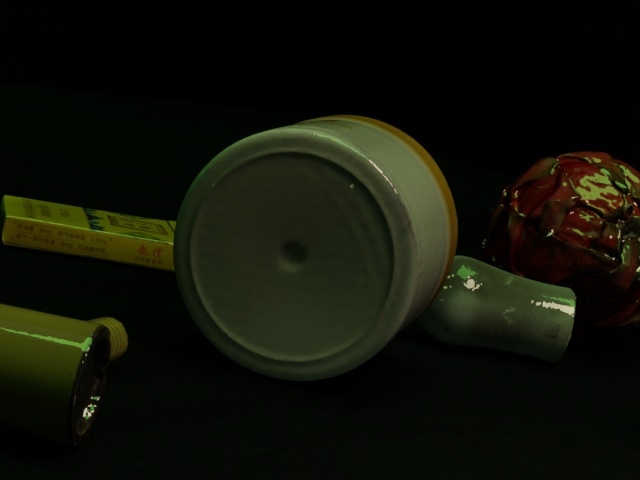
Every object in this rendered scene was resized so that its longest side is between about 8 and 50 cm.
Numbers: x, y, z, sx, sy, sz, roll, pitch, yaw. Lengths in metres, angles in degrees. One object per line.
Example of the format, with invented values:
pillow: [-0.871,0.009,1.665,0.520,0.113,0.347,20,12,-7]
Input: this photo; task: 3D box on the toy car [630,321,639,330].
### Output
toy car: [0.511,0.067,1.968,0.235,0.172,0.158,19,27,22]

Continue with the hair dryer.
hair dryer: [-0.216,0.088,1.134,0.135,0.090,0.278,11,3,6]

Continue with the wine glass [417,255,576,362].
wine glass: [0.165,0.071,1.630,0.231,0.103,0.103,15,9,-9]

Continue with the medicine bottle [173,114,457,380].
medicine bottle: [0.000,0.000,1.412,0.238,0.238,0.232,14,10,13]

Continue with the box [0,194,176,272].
box: [-0.244,-0.003,1.742,0.279,0.041,0.153,9,8,-15]

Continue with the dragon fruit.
dragon fruit: [0.326,0.011,1.804,0.244,0.244,0.299,9,10,-16]
